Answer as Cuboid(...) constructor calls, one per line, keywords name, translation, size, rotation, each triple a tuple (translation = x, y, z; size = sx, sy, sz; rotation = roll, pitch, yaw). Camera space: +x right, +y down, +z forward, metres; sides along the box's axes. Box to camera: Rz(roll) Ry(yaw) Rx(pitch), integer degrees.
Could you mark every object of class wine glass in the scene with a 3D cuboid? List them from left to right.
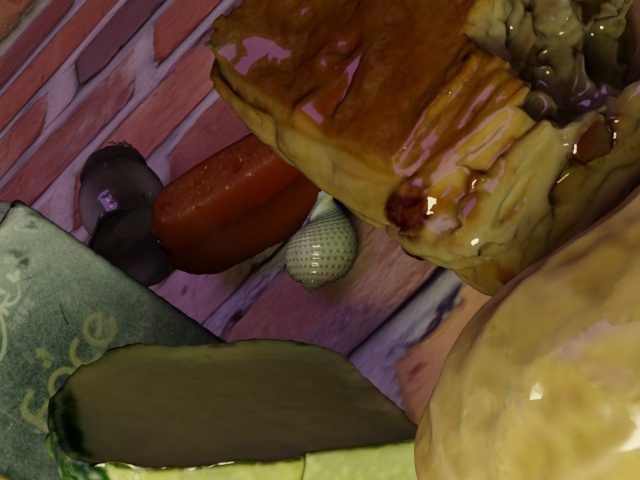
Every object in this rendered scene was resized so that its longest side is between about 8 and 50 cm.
Cuboid(name="wine glass", translation=(-0.215, -0.033, 1.475), size=(0.103, 0.103, 0.222), rotation=(-48, 26, 8))

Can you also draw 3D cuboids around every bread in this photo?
Cuboid(name="bread", translation=(0.114, -0.128, 0.962), size=(0.314, 0.191, 0.370), rotation=(-49, 41, -7))

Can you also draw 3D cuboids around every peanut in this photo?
Cuboid(name="peanut", translation=(0.184, 0.037, 0.655), size=(0.340, 0.174, 0.158), rotation=(-46, 60, 6))

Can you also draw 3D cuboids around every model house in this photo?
Cuboid(name="model house", translation=(-0.066, 0.178, 0.831), size=(0.195, 0.214, 0.189), rotation=(-151, 61, -62))

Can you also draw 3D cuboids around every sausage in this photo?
Cuboid(name="sausage", translation=(-0.023, -0.058, 1.198), size=(0.330, 0.102, 0.102), rotation=(-31, 33, 34))

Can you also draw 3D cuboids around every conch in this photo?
Cuboid(name="conch", translation=(0.003, 0.003, 1.122), size=(0.085, 0.056, 0.076), rotation=(-59, 11, -15))

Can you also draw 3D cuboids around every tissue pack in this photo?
Cuboid(name="tissue pack", translation=(-0.195, 0.112, 1.077), size=(0.185, 0.257, 0.081), rotation=(-60, 24, -15))

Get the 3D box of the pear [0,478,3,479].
Cuboid(name="pear", translation=(-0.366, 0.189, 1.216), size=(0.285, 0.285, 0.336), rotation=(-52, 16, 0))
